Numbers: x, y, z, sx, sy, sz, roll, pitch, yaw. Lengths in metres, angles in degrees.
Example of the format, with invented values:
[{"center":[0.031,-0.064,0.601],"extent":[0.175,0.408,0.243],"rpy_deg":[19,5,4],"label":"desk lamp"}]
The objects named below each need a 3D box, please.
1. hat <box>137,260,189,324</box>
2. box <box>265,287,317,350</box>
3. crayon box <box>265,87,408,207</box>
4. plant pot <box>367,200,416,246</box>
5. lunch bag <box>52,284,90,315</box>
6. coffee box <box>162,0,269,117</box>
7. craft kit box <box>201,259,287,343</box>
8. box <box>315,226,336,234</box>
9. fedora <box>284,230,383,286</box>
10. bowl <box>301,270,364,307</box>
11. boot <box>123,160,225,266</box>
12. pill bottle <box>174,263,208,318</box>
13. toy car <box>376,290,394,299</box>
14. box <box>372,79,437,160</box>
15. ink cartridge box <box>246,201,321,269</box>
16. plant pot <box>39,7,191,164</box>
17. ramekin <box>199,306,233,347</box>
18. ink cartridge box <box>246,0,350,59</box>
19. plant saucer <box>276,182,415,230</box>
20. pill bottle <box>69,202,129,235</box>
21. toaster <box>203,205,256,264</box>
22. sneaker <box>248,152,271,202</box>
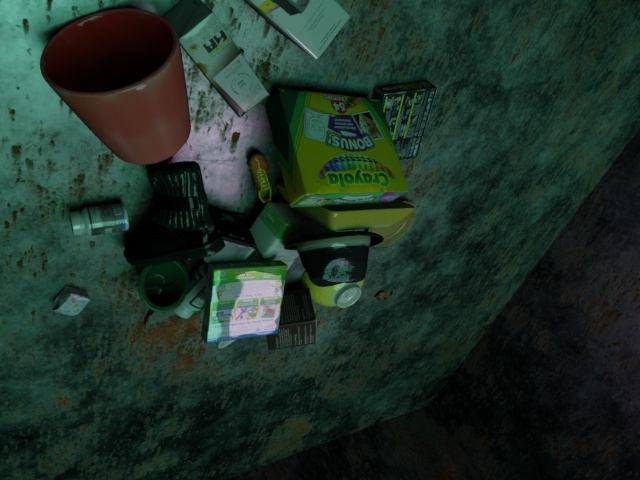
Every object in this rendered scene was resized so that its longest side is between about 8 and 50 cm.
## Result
[{"center":[-0.556,0.154,1.582],"extent":[0.173,0.183,0.209],"rpy_deg":[39,61,-34],"label":"hat"},{"center":[-0.126,0.312,1.918],"extent":[0.203,0.169,0.167],"rpy_deg":[-7,137,-7],"label":"box"},{"center":[0.053,-0.261,1.386],"extent":[0.362,0.313,0.106],"rpy_deg":[-6,163,-34],"label":"crayon box"},{"center":[0.288,-0.074,1.989],"extent":[0.236,0.032,0.236],"rpy_deg":[-21,140,-19],"label":"plant pot"},{"center":[-0.750,0.185,1.443],"extent":[0.083,0.053,0.071],"rpy_deg":[-51,143,2],"label":"lunch bag"},{"center":[-0.242,-0.428,1.133],"extent":[0.098,0.141,0.246],"rpy_deg":[-39,141,2],"label":"coffee box"},{"center":[-0.237,0.188,1.506],"extent":[0.249,0.061,0.247],"rpy_deg":[-1,112,-34],"label":"craft kit box"},{"center":[0.000,0.000,1.758],"extent":[0.126,0.137,0.072],"rpy_deg":[-43,143,8],"label":"box"},{"center":[0.050,0.065,1.529],"extent":[0.333,0.153,0.334],"rpy_deg":[-6,173,-1],"label":"fedora"},{"center":[0.080,0.185,1.995],"extent":[0.289,0.156,0.290],"rpy_deg":[-21,140,-19],"label":"bowl"},{"center":[-0.440,-0.077,1.333],"extent":[0.347,0.131,0.260],"rpy_deg":[-8,114,22],"label":"boot"},{"center":[-0.420,0.176,1.640],"extent":[0.180,0.108,0.108],"rpy_deg":[-45,141,11],"label":"pill bottle"},{"center":[0.318,0.268,2.373],"extent":[0.122,0.060,0.041],"rpy_deg":[3,85,-60],"label":"toy car"},{"center":[0.259,-0.391,1.620],"extent":[0.216,0.060,0.270],"rpy_deg":[-15,136,-24],"label":"box"},{"center":[-0.153,0.009,1.623],"extent":[0.198,0.115,0.273],"rpy_deg":[-2,136,-56],"label":"ink cartridge box"},{"center":[-0.409,-0.316,1.045],"extent":[0.274,0.275,0.243],"rpy_deg":[-27,151,-12],"label":"plant pot"},{"center":[-0.294,0.239,1.705],"extent":[0.277,0.135,0.277],"rpy_deg":[-43,171,-9],"label":"ramekin"},{"center":[-0.112,-0.557,1.033],"extent":[0.306,0.226,0.131],"rpy_deg":[24,112,-47],"label":"ink cartridge box"},{"center":[0.071,-0.110,1.538],"extent":[0.332,0.332,0.081],"rpy_deg":[-5,113,-34],"label":"plant saucer"},{"center":[-0.595,-0.055,1.295],"extent":[0.137,0.078,0.078],"rpy_deg":[-11,135,-28],"label":"pill bottle"},{"center":[-0.299,-0.013,1.496],"extent":[0.185,0.168,0.110],"rpy_deg":[16,121,-44],"label":"toaster"},{"center":[-0.176,-0.193,1.484],"extent":[0.064,0.067,0.175],"rpy_deg":[-24,139,-13],"label":"sneaker"}]
